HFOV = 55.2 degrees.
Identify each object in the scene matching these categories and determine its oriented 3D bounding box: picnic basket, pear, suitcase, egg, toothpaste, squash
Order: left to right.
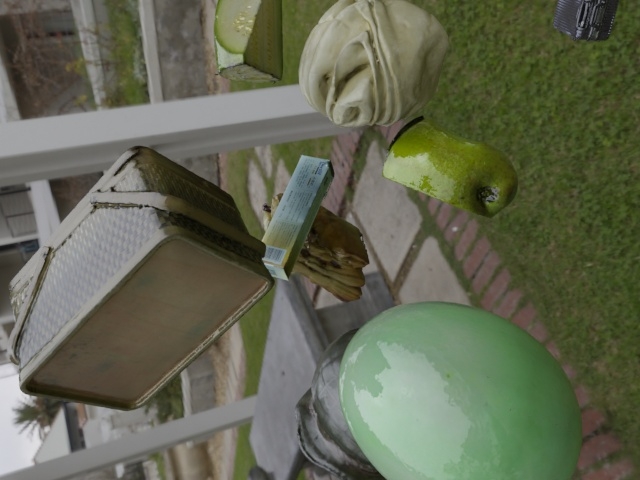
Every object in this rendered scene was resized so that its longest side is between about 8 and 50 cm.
[{"bbox_3d":[-0.197,0.051,0.659,0.266,0.165,0.139,-43,50,15],"label":"picnic basket"},{"bbox_3d":[-0.161,-0.475,1.252,0.203,0.111,0.289,-9,-83,-70],"label":"squash"},{"bbox_3d":[-0.059,-0.061,1.434,0.071,0.089,0.313,69,-141,-56],"label":"toothpaste"},{"bbox_3d":[0.149,0.181,0.674,0.269,0.220,0.220,33,151,3],"label":"egg"},{"bbox_3d":[0.307,-0.157,1.350,0.159,0.292,0.292,-66,30,12],"label":"pear"},{"bbox_3d":[0.414,-0.362,0.957,0.126,0.059,0.086,-94,6,-60],"label":"suitcase"}]

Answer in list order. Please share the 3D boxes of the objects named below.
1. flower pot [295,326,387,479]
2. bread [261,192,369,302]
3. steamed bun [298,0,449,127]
[{"bbox_3d":[0.117,0.322,1.159,0.213,0.301,0.302,-57,41,24],"label":"flower pot"},{"bbox_3d":[0.000,0.000,1.681,0.167,0.324,0.277,-48,27,13],"label":"bread"},{"bbox_3d":[0.075,-0.348,1.230,0.289,0.203,0.276,32,132,25],"label":"steamed bun"}]
